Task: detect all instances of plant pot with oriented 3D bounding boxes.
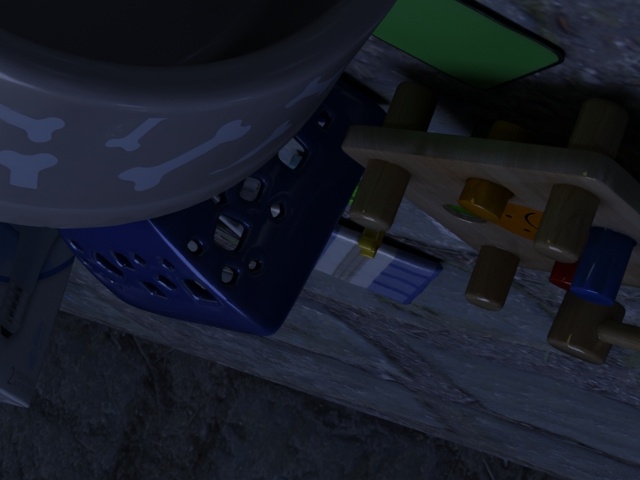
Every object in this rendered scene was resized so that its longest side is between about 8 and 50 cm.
[{"bbox_3d":[-0.122,-0.075,1.411,0.236,0.236,0.212,10,157,49],"label":"plant pot"}]

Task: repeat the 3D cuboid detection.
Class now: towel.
[{"bbox_3d":[0.000,0.000,1.980,0.285,0.034,0.209,21,166,-2],"label":"towel"}]

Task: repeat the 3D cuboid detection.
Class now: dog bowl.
[{"bbox_3d":[-0.101,-0.185,0.651,0.349,0.349,0.102,27,155,-21],"label":"dog bowl"}]

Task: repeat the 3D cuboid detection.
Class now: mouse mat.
[{"bbox_3d":[0.072,-0.163,1.189,0.189,0.007,0.152,27,168,-15],"label":"mouse mat"}]

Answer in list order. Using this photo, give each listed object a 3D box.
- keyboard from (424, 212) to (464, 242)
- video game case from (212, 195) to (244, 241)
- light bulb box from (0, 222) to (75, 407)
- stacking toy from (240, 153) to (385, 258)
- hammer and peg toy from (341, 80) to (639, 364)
[{"bbox_3d":[0.113,-0.042,1.626,0.072,0.014,0.256,16,166,28],"label":"keyboard"},{"bbox_3d":[-0.166,-0.066,1.878,0.173,0.022,0.190,43,170,-36],"label":"video game case"},{"bbox_3d":[-0.396,-0.060,1.606,0.225,0.361,0.358,11,166,15],"label":"light bulb box"},{"bbox_3d":[-0.017,-0.055,1.737,0.167,0.052,0.221,19,166,11],"label":"stacking toy"},{"bbox_3d":[0.216,-0.002,1.344,0.266,0.127,0.361,10,164,43],"label":"hammer and peg toy"}]
